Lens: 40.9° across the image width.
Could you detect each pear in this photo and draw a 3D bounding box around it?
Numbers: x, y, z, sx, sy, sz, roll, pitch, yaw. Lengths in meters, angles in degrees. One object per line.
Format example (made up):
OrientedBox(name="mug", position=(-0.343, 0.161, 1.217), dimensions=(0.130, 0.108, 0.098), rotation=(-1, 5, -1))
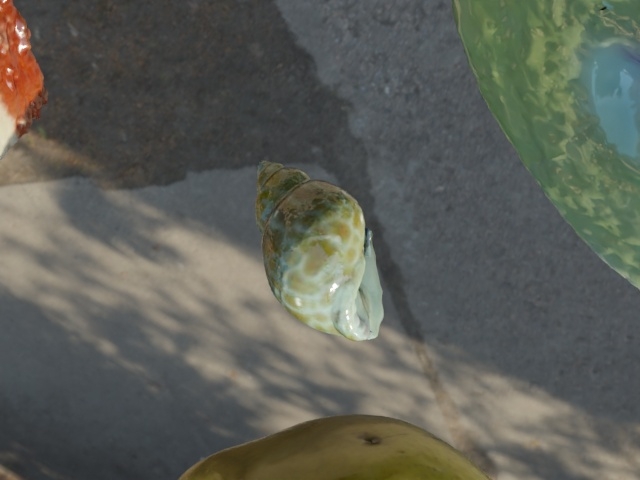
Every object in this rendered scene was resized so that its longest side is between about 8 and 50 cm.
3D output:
OrientedBox(name="pear", position=(0.036, 0.361, 0.882), dimensions=(0.418, 0.362, 0.362), rotation=(27, 138, -19))

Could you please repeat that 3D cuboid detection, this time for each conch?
OrientedBox(name="conch", position=(-0.002, 0.014, 0.773), dimensions=(0.106, 0.116, 0.173), rotation=(-12, 115, 35))

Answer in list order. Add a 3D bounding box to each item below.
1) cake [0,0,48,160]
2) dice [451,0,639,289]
OrientedBox(name="cake", position=(-0.487, -0.164, 0.848), dimensions=(0.270, 0.319, 0.269), rotation=(10, 139, 18))
OrientedBox(name="dice", position=(0.225, -0.117, 0.372), dimensions=(0.252, 0.250, 0.254), rotation=(55, 168, -2))
